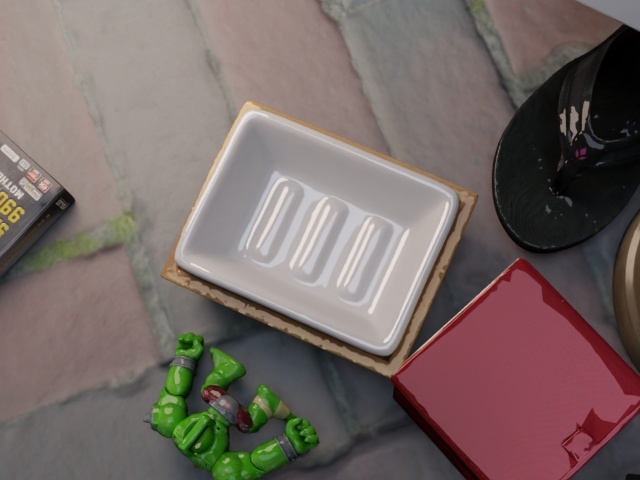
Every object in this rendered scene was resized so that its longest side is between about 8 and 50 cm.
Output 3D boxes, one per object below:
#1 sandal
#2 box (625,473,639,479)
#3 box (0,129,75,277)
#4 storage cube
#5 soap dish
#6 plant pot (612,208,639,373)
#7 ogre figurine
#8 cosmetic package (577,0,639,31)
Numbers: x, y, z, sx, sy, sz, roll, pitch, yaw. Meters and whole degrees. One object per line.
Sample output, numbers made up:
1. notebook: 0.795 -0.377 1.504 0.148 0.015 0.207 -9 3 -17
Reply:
1. sandal: 0.357 -0.178 1.289 0.167 0.107 0.446 40 82 12
2. box: 0.454 0.327 1.021 0.143 0.381 0.191 16 75 -31
3. box: -0.442 -0.063 1.350 0.231 0.056 0.183 42 82 13
4. storage cube: 0.203 0.165 1.180 0.215 0.183 0.193 -41 76 -6
5. soap dish: 0.000 0.000 1.269 0.291 0.118 0.229 23 79 9
6. plant pot: 0.484 0.030 1.143 0.323 0.280 0.323 -1 75 4
7. ogre figurine: -0.111 0.197 1.243 0.197 0.097 0.118 43 71 1
8. cosmetic package: 0.431 -0.212 1.124 0.377 0.284 0.097 28 107 6
